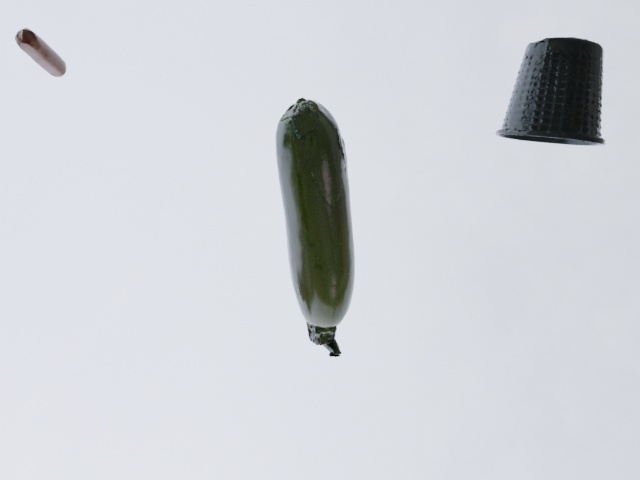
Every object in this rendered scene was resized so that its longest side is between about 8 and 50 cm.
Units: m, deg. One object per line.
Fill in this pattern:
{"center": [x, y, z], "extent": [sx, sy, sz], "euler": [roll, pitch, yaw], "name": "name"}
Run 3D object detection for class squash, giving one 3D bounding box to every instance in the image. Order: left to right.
{"center": [-0.002, 0.000, 0.701], "extent": [0.087, 0.087, 0.332], "euler": [-21, -61, -34], "name": "squash"}

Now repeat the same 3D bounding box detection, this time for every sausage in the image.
{"center": [-0.553, -0.372, 1.171], "extent": [0.041, 0.131, 0.039], "euler": [2, -105, 10], "name": "sausage"}

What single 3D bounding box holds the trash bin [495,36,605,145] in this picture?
{"center": [0.388, -0.243, 0.974], "extent": [0.175, 0.175, 0.161], "euler": [3, -82, -31], "name": "trash bin"}
